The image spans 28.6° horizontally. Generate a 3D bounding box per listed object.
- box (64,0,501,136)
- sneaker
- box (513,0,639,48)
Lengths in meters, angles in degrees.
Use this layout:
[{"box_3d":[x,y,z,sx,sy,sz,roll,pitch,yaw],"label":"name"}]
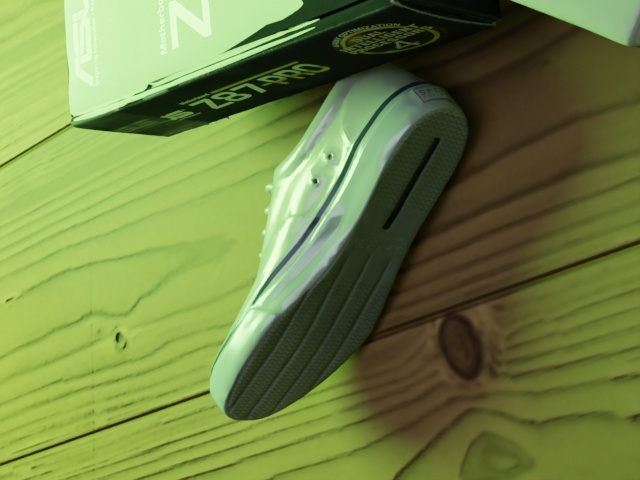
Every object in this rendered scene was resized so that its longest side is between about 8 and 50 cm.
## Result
[{"box_3d":[-0.047,-0.288,0.789,0.318,0.097,0.394,-11,80,48],"label":"box"},{"box_3d":[0.000,0.000,0.818,0.258,0.094,0.091,-57,47,15],"label":"sneaker"},{"box_3d":[0.178,-0.183,0.596,0.119,0.182,0.181,32,110,38],"label":"box"}]
